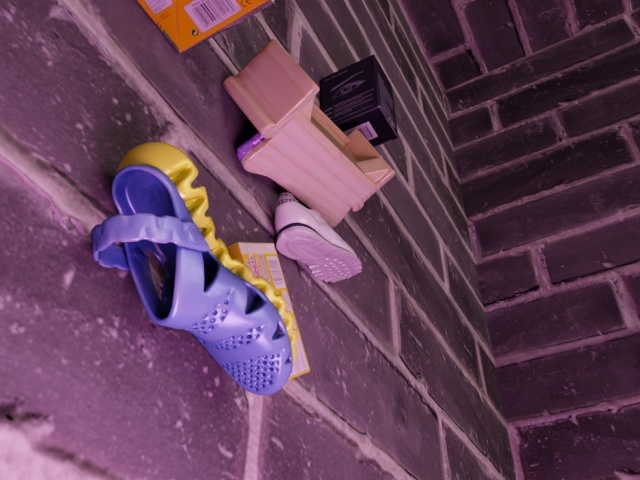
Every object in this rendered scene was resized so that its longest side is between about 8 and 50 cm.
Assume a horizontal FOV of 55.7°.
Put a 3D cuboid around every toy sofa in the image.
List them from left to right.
[{"bbox_3d":[-0.026,-0.177,1.111,0.150,0.177,0.362,54,12,32],"label":"toy sofa"}]

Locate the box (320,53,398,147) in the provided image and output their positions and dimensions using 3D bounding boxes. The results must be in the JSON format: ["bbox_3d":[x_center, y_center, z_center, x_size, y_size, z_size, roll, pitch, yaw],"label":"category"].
[{"bbox_3d":[0.089,-0.316,1.436,0.108,0.153,0.207,49,31,-42],"label":"box"}]

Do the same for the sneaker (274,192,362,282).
[{"bbox_3d":[0.000,0.000,1.074,0.235,0.090,0.095,42,26,-51],"label":"sneaker"}]

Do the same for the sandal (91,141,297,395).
[{"bbox_3d":[-0.143,0.055,0.665,0.317,0.126,0.138,55,29,-14],"label":"sandal"}]

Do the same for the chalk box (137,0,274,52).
[{"bbox_3d":[-0.175,-0.463,0.922,0.179,0.180,0.289,51,28,-39],"label":"chalk box"}]

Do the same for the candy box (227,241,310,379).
[{"bbox_3d":[-0.074,0.103,0.886,0.105,0.027,0.206,1,70,-64],"label":"candy box"}]
